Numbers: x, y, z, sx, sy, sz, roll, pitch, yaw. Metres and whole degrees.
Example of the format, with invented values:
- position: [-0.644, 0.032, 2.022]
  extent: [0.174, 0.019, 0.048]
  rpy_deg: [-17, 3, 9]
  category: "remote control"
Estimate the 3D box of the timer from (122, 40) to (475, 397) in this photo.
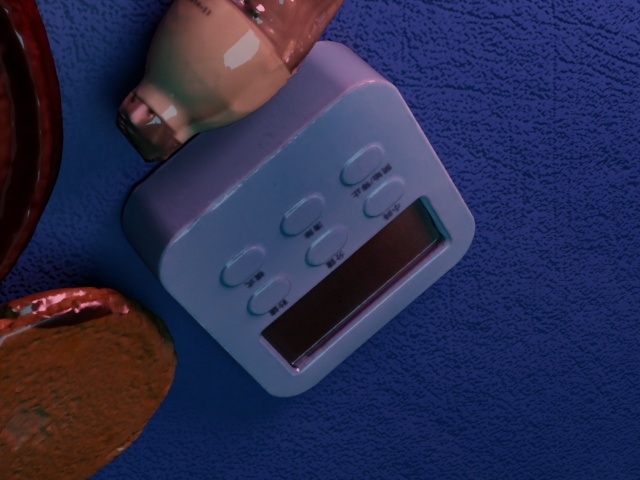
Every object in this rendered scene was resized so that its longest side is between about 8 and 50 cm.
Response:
- position: [0.000, 0.000, 1.005]
  extent: [0.232, 0.091, 0.250]
  rpy_deg: [-42, 129, -2]
  category: "timer"

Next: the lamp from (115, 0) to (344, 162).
- position: [-0.048, -0.155, 0.893]
  extent: [0.250, 0.101, 0.101]
  rpy_deg: [-46, 125, -2]
  category: "lamp"

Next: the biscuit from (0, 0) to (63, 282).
- position: [-0.360, -0.066, 0.791]
  extent: [0.408, 0.091, 0.407]
  rpy_deg: [-12, 120, -21]
  category: "biscuit"

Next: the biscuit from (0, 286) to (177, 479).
- position: [-0.213, 0.120, 0.960]
  extent: [0.226, 0.042, 0.226]
  rpy_deg: [-25, 140, -22]
  category: "biscuit"
